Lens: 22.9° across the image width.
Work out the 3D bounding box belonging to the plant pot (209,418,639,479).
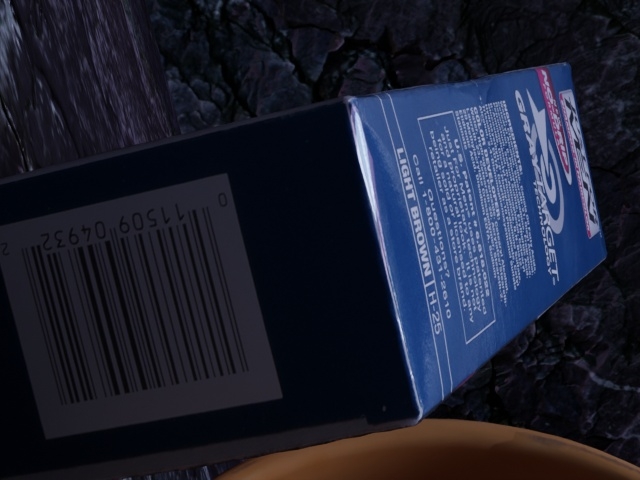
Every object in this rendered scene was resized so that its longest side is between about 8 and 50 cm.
[{"bbox_3d":[0.040,0.238,0.562,0.203,0.291,0.291,103,-21,-49],"label":"plant pot"}]

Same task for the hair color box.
[{"bbox_3d":[0.000,0.000,0.647,0.347,0.174,0.105,-23,101,-69],"label":"hair color box"}]
